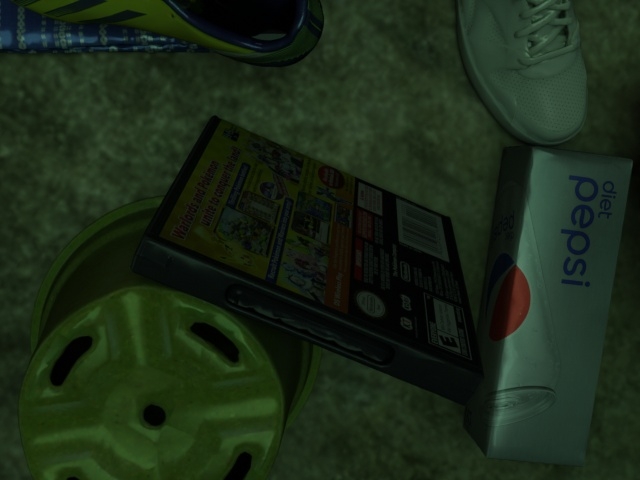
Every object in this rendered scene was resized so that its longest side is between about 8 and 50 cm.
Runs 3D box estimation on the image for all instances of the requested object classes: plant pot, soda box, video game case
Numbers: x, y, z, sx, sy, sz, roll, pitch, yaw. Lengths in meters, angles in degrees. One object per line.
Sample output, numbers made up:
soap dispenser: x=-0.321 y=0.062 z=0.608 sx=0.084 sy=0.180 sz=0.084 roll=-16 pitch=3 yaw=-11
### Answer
plant pot: x=-0.125 y=0.106 z=0.699 sx=0.275 sy=0.254 sz=0.276 roll=0 pitch=96 yaw=-4
soda box: x=0.208 y=0.058 z=0.806 sx=0.098 sy=0.091 sz=0.287 roll=7 pitch=95 yaw=-5
video game case: x=0.000 y=0.000 z=0.693 sx=0.248 sy=0.275 sz=0.035 roll=23 pitch=114 yaw=-7

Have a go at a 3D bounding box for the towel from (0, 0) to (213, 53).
towel: x=-0.170 y=-0.288 z=0.762 sx=0.335 sy=0.040 sz=0.243 roll=-2 pitch=95 yaw=-5

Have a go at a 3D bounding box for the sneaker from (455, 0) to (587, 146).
sneaker: x=0.180 y=-0.217 z=0.736 sx=0.108 sy=0.169 sz=0.293 roll=-22 pitch=99 yaw=-4

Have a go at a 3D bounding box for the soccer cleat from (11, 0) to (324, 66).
soccer cleat: x=-0.137 y=-0.211 z=0.694 sx=0.289 sy=0.121 sz=0.094 roll=14 pitch=93 yaw=-3
